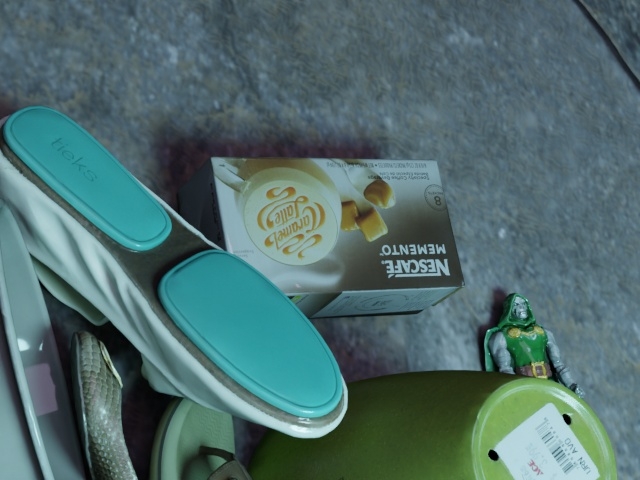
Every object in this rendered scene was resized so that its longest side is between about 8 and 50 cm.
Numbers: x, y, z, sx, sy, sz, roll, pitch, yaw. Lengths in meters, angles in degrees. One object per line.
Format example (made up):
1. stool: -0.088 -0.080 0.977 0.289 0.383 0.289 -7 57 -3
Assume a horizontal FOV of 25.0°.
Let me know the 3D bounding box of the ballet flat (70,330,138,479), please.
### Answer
1. ballet flat: -0.168 0.196 1.229 0.058 0.084 0.250 -12 80 -11

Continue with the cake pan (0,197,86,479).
1. cake pan: -0.239 0.113 1.130 0.054 0.293 0.293 -14 75 -5

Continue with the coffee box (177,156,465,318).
1. coffee box: 0.000 0.000 1.392 0.246 0.098 0.141 0 70 -27

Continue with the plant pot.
1. plant pot: 0.112 0.219 1.242 0.274 0.293 0.275 11 65 -23

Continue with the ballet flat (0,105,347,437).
1. ballet flat: -0.144 0.047 1.246 0.400 0.139 0.139 41 55 13

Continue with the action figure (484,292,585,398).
1. action figure: 0.222 0.163 1.466 0.137 0.063 0.232 -4 68 -25

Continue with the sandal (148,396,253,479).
1. sandal: -0.081 0.252 1.197 0.303 0.086 0.120 -95 160 -44
